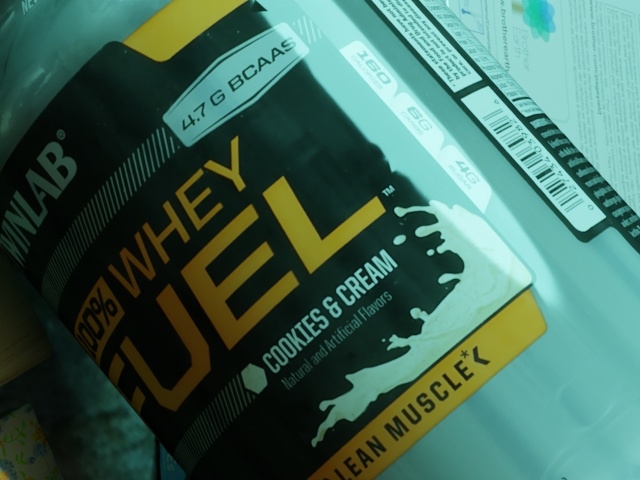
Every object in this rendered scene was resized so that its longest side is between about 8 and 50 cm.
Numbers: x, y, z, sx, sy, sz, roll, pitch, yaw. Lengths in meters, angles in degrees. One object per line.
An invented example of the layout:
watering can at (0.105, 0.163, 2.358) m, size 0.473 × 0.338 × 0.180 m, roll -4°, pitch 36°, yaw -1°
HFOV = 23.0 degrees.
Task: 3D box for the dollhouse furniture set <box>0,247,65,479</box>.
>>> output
dollhouse furniture set at (-0.196, 0.062, 0.544) m, size 0.242 × 0.161 × 0.212 m, roll -32°, pitch 101°, yaw -35°

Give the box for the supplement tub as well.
supplement tub at (0.000, 0.000, 0.603) m, size 0.316 × 0.193 × 0.194 m, roll 49°, pitch 48°, yaw 10°

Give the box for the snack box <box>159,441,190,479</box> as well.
snack box at (0.006, 0.251, 0.771) m, size 0.060 × 0.187 × 0.321 m, roll -5°, pitch 94°, yaw -46°

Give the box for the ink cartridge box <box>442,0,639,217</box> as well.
ink cartridge box at (0.151, -0.037, 0.828) m, size 0.311 × 0.065 × 0.185 m, roll 6°, pitch 76°, yaw -42°
